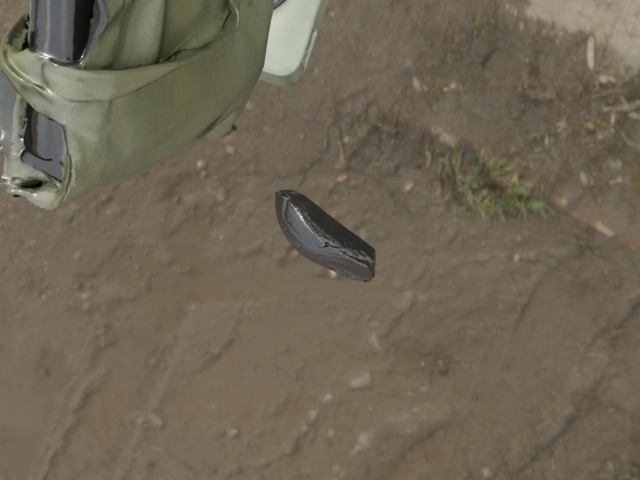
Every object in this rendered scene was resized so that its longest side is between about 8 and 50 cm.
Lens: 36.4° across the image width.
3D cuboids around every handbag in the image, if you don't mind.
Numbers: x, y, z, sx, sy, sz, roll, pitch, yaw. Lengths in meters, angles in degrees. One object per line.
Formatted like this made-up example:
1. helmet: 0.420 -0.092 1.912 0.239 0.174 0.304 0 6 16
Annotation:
1. handbag: -0.103 -0.178 0.614 0.109 0.253 0.315 24 123 14

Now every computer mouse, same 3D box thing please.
1. computer mouse: 0.000 0.000 1.631 0.217 0.073 0.122 36 167 -1

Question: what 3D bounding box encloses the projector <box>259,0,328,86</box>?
1. projector: -0.104 -0.304 0.945 0.259 0.079 0.257 18 86 4
